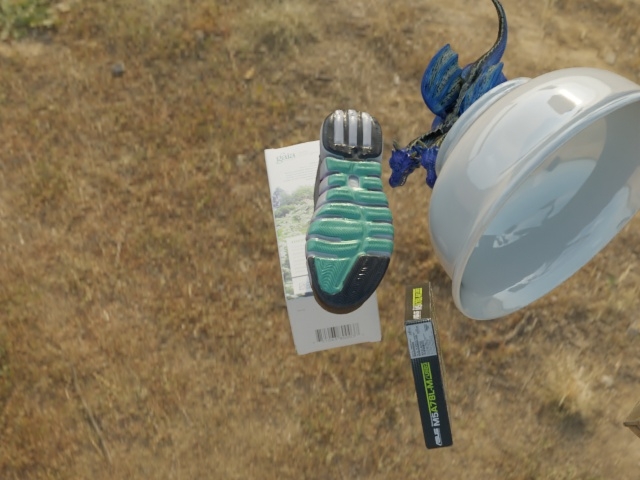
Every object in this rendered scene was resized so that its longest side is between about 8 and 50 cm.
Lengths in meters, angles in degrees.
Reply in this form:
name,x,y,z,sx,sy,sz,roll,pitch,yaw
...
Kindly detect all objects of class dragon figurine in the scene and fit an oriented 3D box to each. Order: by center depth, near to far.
name,x,y,z,sx,sy,sz,roll,pitch,yaw
dragon figurine,0.174,-0.178,1.296,0.085,0.144,0.289,23,86,22

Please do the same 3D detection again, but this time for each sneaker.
name,x,y,z,sx,sy,sz,roll,pitch,yaw
sneaker,0.027,-0.016,1.062,0.083,0.098,0.223,9,59,-4

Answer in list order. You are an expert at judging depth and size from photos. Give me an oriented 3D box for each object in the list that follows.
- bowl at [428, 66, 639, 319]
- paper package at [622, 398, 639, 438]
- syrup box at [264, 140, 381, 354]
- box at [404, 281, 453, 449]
name,x,y,z,sx,sy,sz,roll,pitch,yaw
bowl,0.211,-0.069,1.084,0.298,0.298,0.134,-28,60,-21
paper package,0.621,0.219,1.418,0.309,0.168,0.325,44,69,-7
syrup box,0.000,0.000,1.185,0.093,0.096,0.236,-10,45,0
box,0.154,0.174,1.537,0.045,0.190,0.184,-10,13,5
